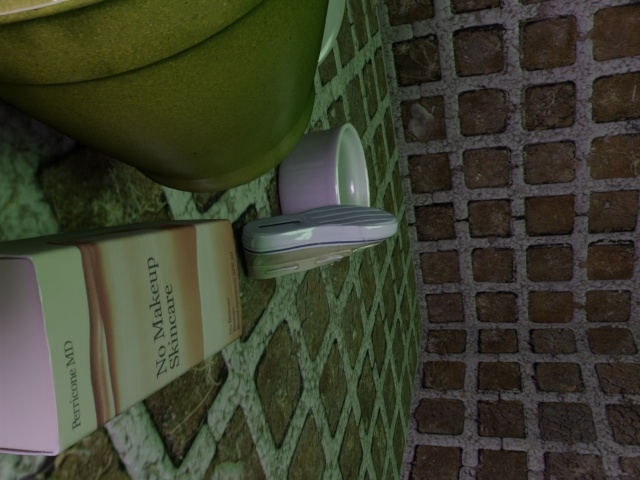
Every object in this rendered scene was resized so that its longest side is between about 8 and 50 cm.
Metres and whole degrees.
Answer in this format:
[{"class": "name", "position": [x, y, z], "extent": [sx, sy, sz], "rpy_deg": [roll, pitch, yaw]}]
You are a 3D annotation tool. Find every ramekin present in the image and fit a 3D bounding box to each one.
[{"class": "ramekin", "position": [0.013, -0.109, 1.197], "extent": [0.277, 0.135, 0.276], "rpy_deg": [-3, 90, -72]}]

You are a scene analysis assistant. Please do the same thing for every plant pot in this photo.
[{"class": "plant pot", "position": [-0.141, -0.219, 0.481], "extent": [0.353, 0.367, 0.365], "rpy_deg": [70, 22, -70]}]

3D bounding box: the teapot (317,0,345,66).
[{"class": "teapot", "position": [-0.094, -0.376, 0.866], "extent": [0.253, 0.187, 0.255], "rpy_deg": [-12, 126, -53]}]

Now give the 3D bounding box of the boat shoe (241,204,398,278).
[{"class": "boat shoe", "position": [0.000, 0.000, 1.000], "extent": [0.109, 0.303, 0.094], "rpy_deg": [-132, -139, -54]}]

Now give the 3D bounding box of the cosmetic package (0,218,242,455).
[{"class": "cosmetic package", "position": [-0.200, 0.064, 0.528], "extent": [0.296, 0.129, 0.153], "rpy_deg": [-25, 112, -70]}]
